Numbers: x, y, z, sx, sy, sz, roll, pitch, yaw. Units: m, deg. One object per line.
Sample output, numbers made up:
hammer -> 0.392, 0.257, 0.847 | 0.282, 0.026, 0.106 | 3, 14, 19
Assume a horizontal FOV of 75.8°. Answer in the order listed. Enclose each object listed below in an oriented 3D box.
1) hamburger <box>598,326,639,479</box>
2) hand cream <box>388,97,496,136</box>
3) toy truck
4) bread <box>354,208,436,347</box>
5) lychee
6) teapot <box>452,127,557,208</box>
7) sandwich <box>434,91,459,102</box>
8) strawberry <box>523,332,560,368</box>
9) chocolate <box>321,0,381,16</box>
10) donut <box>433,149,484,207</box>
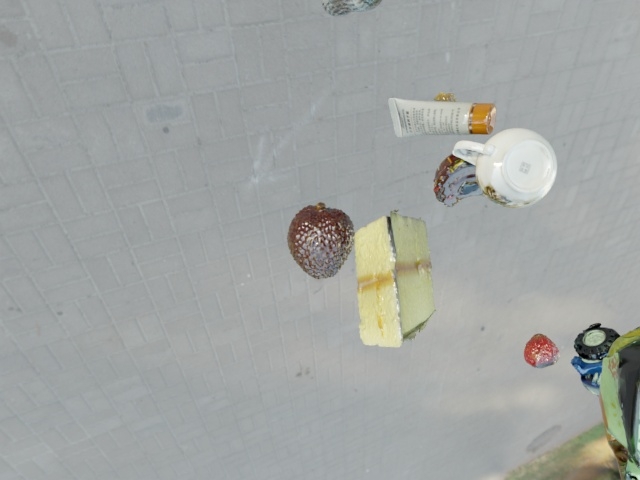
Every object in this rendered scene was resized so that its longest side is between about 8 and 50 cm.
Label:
hamburger -> 0.420, 0.154, 0.435 | 0.214, 0.235, 0.125 | -4, 176, 10
hand cream -> 0.353, -0.358, 1.233 | 0.089, 0.314, 0.140 | -56, 143, -31
toy truck -> 0.502, 0.203, 0.619 | 0.113, 0.208, 0.126 | 49, 60, -8
bread -> 0.263, 0.084, 1.139 | 0.404, 0.346, 0.242 | -6, 167, -30
lychee -> 0.000, 0.000, 1.392 | 0.235, 0.236, 0.272 | -3, 115, -24
teapot -> 0.492, -0.191, 1.069 | 0.298, 0.139, 0.204 | 29, 93, -6
sandwich -> 0.445, -0.464, 1.417 | 0.105, 0.093, 0.036 | 39, 95, -29
strawberry -> 0.654, 0.329, 1.222 | 0.106, 0.106, 0.106 | -13, 129, -17
chocolate -> 0.088, -0.666, 1.108 | 0.110, 0.248, 0.110 | -11, 115, -24
donut -> 0.457, -0.203, 1.269 | 0.230, 0.096, 0.216 | -19, 142, 22
